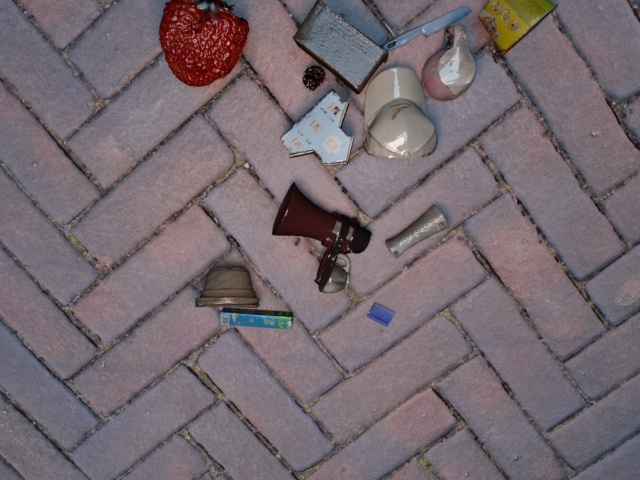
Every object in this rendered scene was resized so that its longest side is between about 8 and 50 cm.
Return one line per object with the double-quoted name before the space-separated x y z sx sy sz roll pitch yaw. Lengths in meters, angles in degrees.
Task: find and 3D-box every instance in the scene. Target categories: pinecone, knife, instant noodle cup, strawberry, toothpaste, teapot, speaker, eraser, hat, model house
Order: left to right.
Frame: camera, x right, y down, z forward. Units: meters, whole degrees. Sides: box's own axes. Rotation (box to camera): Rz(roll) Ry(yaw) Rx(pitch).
"strawberry" -0.368 -0.623 1.446 0.261 0.261 0.257 14 95 -2
"toothpaste" -0.237 0.289 1.712 0.267 0.065 0.050 4 98 1
"pinecone" -0.021 -0.541 1.533 0.077 0.077 0.083 21 118 -3
"speaker" 0.000 -0.017 1.562 0.330 0.259 0.198 27 135 -8
"model house" 0.025 -0.332 1.518 0.271 0.178 0.206 -42 92 6
"teapot" 0.052 0.124 1.667 0.108 0.149 0.111 11 141 -16
"eraser" 0.225 0.275 1.717 0.085 0.027 0.063 28 102 -5
"hat" 0.266 -0.414 1.505 0.258 0.168 0.301 -6 97 -2
"knife" 0.352 -0.697 1.521 0.313 0.019 0.044 -25 108 5
"teapot" 0.432 -0.560 1.464 0.163 0.178 0.221 28 100 -5
"instant noodle cup" 0.601 -0.704 1.429 0.205 0.205 0.153 -42 92 9

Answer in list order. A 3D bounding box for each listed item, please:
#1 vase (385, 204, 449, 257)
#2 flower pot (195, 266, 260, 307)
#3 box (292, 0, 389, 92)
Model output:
"vase" 0.335 -0.025 1.623 0.219 0.096 0.096 -35 99 10
"flower pot" -0.326 0.170 1.631 0.236 0.235 0.140 -1 78 1
"box" 0.065 -0.604 1.462 0.273 0.184 0.143 37 104 -5
